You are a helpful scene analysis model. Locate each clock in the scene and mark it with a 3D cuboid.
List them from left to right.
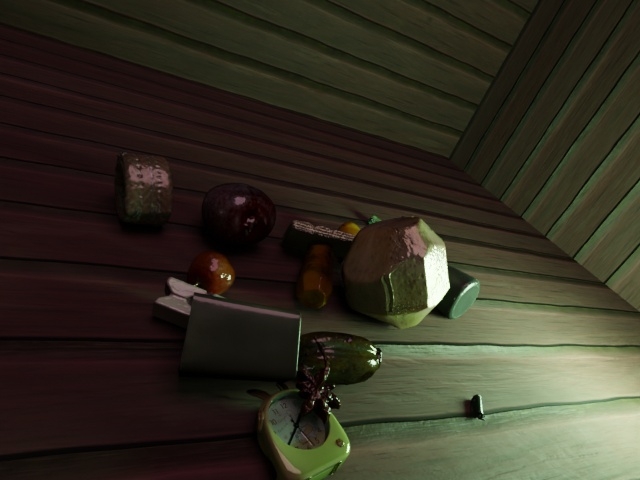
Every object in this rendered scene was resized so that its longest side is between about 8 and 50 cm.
[{"bbox_3d":[-0.059,0.383,0.875,0.170,0.069,0.232,-2,37,-40],"label":"clock"}]

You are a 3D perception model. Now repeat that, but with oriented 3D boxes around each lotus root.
[{"bbox_3d":[0.038,0.293,1.052,0.241,0.123,0.124,14,59,-26],"label":"lotus root"}]

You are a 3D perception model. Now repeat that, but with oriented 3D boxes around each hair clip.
[{"bbox_3d":[-0.236,0.193,1.032,0.331,0.085,0.101,25,48,-8],"label":"hair clip"}]

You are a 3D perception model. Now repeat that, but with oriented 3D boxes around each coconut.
[{"bbox_3d":[0.236,0.108,1.336,0.352,0.352,0.352,19,28,-11],"label":"coconut"}]

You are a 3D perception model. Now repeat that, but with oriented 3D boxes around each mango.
[{"bbox_3d":[0.140,0.030,1.600,0.157,0.109,0.262,-6,38,-24],"label":"mango"}]

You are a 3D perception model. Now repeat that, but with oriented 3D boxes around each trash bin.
[{"bbox_3d":[-0.174,0.223,0.922,0.240,0.122,0.164,12,64,-14],"label":"trash bin"}]

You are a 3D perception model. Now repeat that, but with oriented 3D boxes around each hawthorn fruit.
[{"bbox_3d":[-0.295,0.098,1.129,0.125,0.125,0.140,15,42,-18],"label":"hawthorn fruit"}]

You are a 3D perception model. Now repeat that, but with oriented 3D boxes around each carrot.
[{"bbox_3d":[-0.010,0.101,1.352,0.114,0.114,0.302,22,27,-6],"label":"carrot"}]

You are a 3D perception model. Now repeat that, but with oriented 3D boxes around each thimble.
[{"bbox_3d":[-0.546,-0.155,1.289,0.148,0.196,0.229,0,66,-33],"label":"thimble"}]

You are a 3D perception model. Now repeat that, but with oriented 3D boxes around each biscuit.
[{"bbox_3d":[0.000,0.000,1.479,0.252,0.150,0.052,14,60,-12],"label":"biscuit"}]

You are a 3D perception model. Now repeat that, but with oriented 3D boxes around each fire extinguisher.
[{"bbox_3d":[0.434,0.466,1.169,0.038,0.025,0.083,-9,21,19],"label":"fire extinguisher"}]

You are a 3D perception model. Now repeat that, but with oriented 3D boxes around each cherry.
[{"bbox_3d":[-0.274,-0.092,1.380,0.230,0.203,0.300,-10,34,-37],"label":"cherry"}]

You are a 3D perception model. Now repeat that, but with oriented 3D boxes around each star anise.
[{"bbox_3d":[-0.007,0.296,0.911,0.097,0.070,0.190,3,44,-18],"label":"star anise"}]

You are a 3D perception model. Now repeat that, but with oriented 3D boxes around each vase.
[{"bbox_3d":[0.421,0.137,1.594,0.173,0.173,0.321,-4,33,-42],"label":"vase"}]

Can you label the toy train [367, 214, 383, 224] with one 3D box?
[{"bbox_3d":[0.286,-0.063,1.945,0.148,0.038,0.071,34,30,16],"label":"toy train"}]
